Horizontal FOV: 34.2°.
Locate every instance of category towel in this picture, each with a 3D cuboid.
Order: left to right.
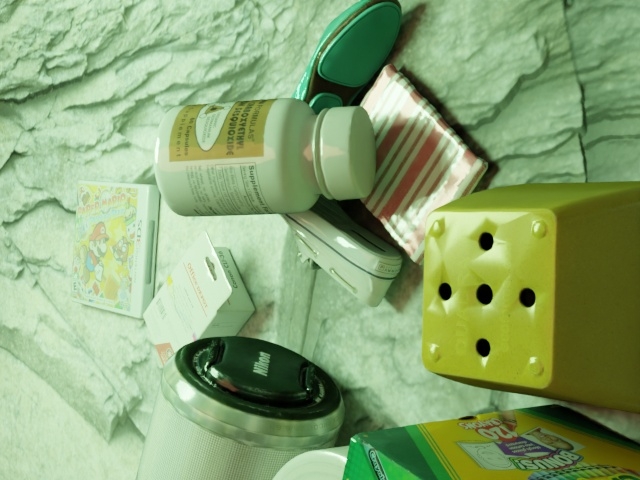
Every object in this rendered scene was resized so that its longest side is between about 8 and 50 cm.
[{"bbox_3d":[0.098,-0.088,1.176,0.197,0.029,0.144,53,126,33],"label":"towel"}]

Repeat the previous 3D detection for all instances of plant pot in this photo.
[{"bbox_3d":[0.206,0.048,0.921,0.212,0.187,0.212,2,90,49],"label":"plant pot"}]

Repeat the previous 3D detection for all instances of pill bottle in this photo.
[{"bbox_3d":[-0.060,-0.095,1.179,0.229,0.131,0.131,-1,87,19],"label":"pill bottle"}]

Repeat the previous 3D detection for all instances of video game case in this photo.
[{"bbox_3d":[-0.332,0.009,1.667,0.227,0.026,0.206,7,93,49],"label":"video game case"}]

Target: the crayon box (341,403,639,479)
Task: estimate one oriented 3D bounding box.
[{"bbox_3d":[0.172,0.219,0.883,0.165,0.279,0.081,25,108,47],"label":"crayon box"}]

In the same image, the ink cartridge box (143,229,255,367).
[{"bbox_3d":[-0.161,0.088,1.434,0.198,0.067,0.115,-51,53,37],"label":"ink cartridge box"}]

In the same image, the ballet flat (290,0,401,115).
[{"bbox_3d":[0.010,-0.197,1.243,0.247,0.083,0.087,-61,34,26],"label":"ballet flat"}]

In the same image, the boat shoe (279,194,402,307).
[{"bbox_3d":[0.000,0.000,1.239,0.226,0.083,0.075,40,116,42],"label":"boat shoe"}]

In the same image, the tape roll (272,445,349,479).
[{"bbox_3d":[0.069,0.331,1.082,0.246,0.169,0.246,-4,85,49],"label":"tape roll"}]

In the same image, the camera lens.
[{"bbox_3d":[-0.104,0.267,1.244,0.219,0.219,0.274,33,113,45],"label":"camera lens"}]
